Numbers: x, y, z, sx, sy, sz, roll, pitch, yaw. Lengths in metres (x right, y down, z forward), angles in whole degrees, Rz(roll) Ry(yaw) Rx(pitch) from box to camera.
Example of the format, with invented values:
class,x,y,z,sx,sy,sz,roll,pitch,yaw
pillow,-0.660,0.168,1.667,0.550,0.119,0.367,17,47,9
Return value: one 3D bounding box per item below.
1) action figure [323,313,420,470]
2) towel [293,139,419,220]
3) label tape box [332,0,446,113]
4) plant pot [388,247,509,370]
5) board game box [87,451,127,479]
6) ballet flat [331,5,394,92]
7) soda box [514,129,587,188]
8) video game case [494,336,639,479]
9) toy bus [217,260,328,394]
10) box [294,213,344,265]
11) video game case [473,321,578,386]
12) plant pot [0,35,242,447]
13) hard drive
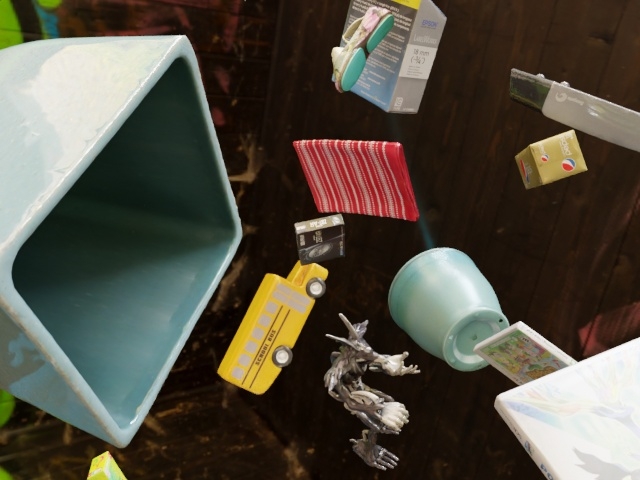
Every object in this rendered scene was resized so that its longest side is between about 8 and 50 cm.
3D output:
class,x,y,z,sx,sy,sz,roll,pitch,yaw
action figure,0.091,0.244,1.045,0.140,0.164,0.276,3,-52,23
towel,0.078,-0.132,1.383,0.274,0.031,0.199,8,-47,35
label tape box,0.165,-0.494,1.463,0.240,0.105,0.334,42,-53,43
plant pot,0.346,0.195,1.635,0.255,0.271,0.272,-121,-141,-61
board game box,-0.493,0.614,1.524,0.181,0.043,0.092,64,-7,-14
ballet flat,0.074,-0.411,1.343,0.079,0.077,0.222,27,-104,24
soda box,0.330,-0.113,0.914,0.061,0.181,0.058,-19,-92,12
video game case,0.483,0.299,0.941,0.300,0.328,0.036,-123,-157,-44
toy bus,-0.110,0.195,1.501,0.333,0.130,0.108,-64,-165,-9
box,0.000,0.000,0.885,0.083,0.067,0.018,87,-11,-56
video game case,0.454,0.266,1.355,0.193,0.023,0.212,36,-26,4
plant pot,-0.247,-0.018,0.534,0.252,0.248,0.247,12,-38,15
hard drive,0.412,-0.182,0.924,0.172,0.254,0.054,-103,-149,-67
